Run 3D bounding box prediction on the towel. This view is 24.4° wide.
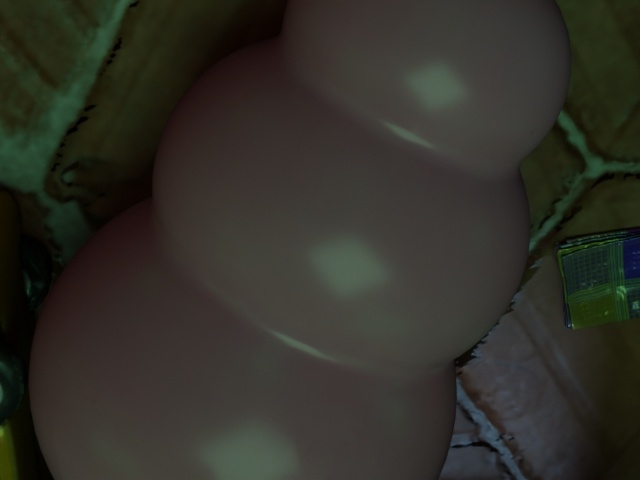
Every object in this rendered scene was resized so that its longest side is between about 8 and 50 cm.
[{"bbox_3d":[0.172,0.020,0.814,0.083,0.009,0.060,-8,122,1],"label":"towel"}]

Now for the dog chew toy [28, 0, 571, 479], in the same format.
[{"bbox_3d":[0.000,0.000,0.687,0.207,0.206,0.331,22,110,-17],"label":"dog chew toy"}]

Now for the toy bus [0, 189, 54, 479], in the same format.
[{"bbox_3d":[-0.206,0.138,0.803,0.130,0.108,0.332,-1,123,-1],"label":"toy bus"}]
